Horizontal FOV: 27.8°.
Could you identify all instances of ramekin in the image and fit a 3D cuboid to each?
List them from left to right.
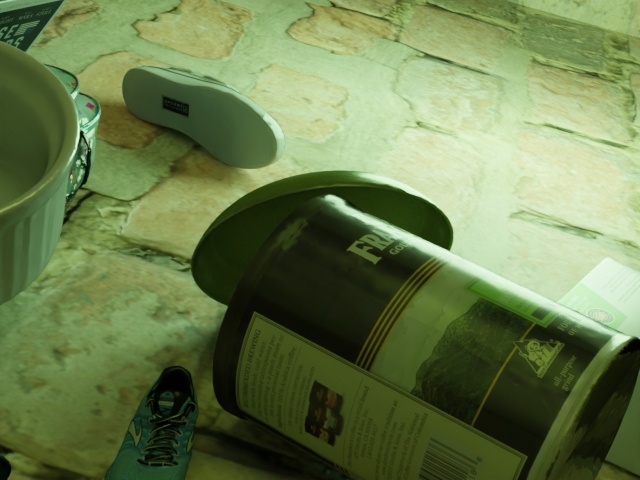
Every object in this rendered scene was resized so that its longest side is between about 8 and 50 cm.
[{"bbox_3d":[-0.352,-0.055,1.131,0.277,0.135,0.277,6,43,-5],"label":"ramekin"}]

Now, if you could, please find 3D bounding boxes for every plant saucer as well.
[{"bbox_3d":[0.000,0.000,1.184,0.241,0.241,0.037,4,59,-23],"label":"plant saucer"}]

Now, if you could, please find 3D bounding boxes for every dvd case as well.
[{"bbox_3d":[-0.380,-0.185,1.375,0.029,0.238,0.179,49,30,4],"label":"dvd case"}]

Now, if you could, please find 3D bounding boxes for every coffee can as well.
[{"bbox_3d":[0.084,0.108,1.021,0.275,0.201,0.201,26,26,23],"label":"coffee can"}]

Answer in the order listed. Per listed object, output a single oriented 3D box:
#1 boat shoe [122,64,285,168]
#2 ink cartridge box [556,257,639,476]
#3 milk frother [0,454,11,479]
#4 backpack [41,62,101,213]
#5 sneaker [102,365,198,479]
[{"bbox_3d":[-0.134,-0.168,1.633,0.258,0.095,0.084,30,32,28],"label":"boat shoe"},{"bbox_3d":[0.345,0.140,1.205,0.273,0.115,0.198,25,26,22],"label":"ink cartridge box"},{"bbox_3d":[-0.219,0.210,0.769,0.143,0.129,0.135,30,45,-47],"label":"milk frother"},{"bbox_3d":[-0.317,-0.112,1.352,0.166,0.144,0.188,11,21,6],"label":"backpack"},{"bbox_3d":[-0.124,0.148,0.972,0.063,0.073,0.162,12,24,-7],"label":"sneaker"}]
